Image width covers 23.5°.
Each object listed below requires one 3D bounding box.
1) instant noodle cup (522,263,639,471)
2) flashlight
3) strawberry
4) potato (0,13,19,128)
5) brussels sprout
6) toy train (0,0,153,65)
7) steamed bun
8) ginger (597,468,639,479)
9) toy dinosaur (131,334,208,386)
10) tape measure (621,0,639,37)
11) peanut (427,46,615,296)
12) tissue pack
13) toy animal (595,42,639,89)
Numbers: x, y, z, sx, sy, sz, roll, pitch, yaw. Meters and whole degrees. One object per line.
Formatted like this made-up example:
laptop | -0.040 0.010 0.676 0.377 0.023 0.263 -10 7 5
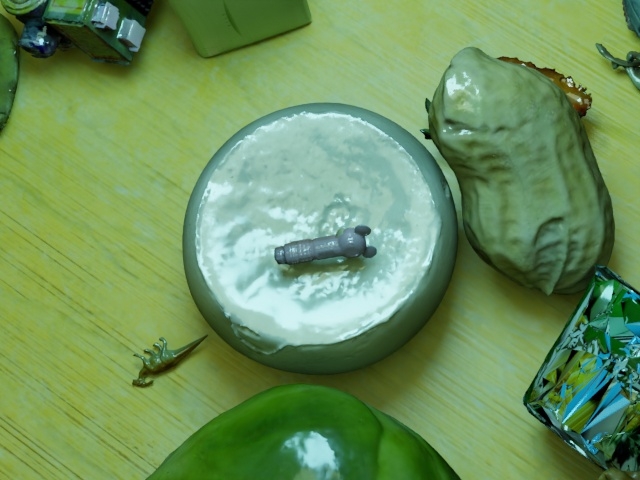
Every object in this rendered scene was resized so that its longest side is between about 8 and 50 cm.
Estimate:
instant noodle cup | 0.346 0.163 1.705 0.240 0.240 0.178 37 94 15
flashlight | 0.004 0.006 1.668 0.110 0.052 0.031 -9 44 9
strawberry | 0.220 -0.153 1.867 0.192 0.085 0.140 -35 73 -4
potato | -0.440 -0.220 1.969 0.105 0.085 0.188 -4 79 8
brussels sprout | -0.015 0.313 1.683 0.371 0.276 0.314 9 89 16
toy train | -0.289 -0.346 1.940 0.178 0.134 0.260 10 75 29
steamed bun | 0.000 0.000 1.788 0.324 0.206 0.324 -1 80 3
ginger | 0.388 0.306 1.596 0.274 0.152 0.357 8 118 -14
toy dinosaur | -0.189 0.136 1.869 0.113 0.026 0.041 -37 80 6
tape measure | 0.496 -0.327 1.852 0.256 0.147 0.275 10 72 7
peanut | 0.227 -0.077 1.745 0.174 0.158 0.340 -25 114 -7
tissue pack | -0.112 -0.331 1.879 0.159 0.234 0.125 -19 74 2
toy animal | 0.416 -0.168 1.860 0.220 0.069 0.086 40 62 10
